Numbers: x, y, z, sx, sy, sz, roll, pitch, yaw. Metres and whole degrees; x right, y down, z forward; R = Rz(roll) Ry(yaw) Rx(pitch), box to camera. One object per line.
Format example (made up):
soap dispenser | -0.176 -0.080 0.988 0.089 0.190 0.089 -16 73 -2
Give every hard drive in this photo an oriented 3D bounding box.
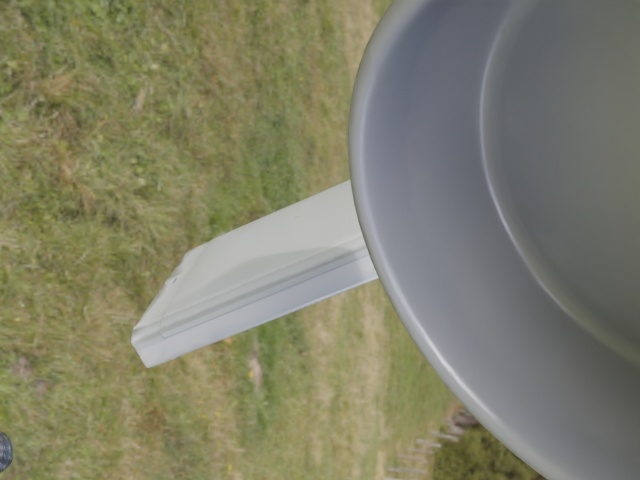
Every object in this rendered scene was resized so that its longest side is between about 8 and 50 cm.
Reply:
hard drive | 0.000 0.000 0.671 0.040 0.307 0.203 63 14 -16

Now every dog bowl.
dog bowl | 0.137 -0.009 0.317 0.104 0.265 0.265 -32 134 -30

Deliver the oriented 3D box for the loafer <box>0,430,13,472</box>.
loafer | -0.397 0.234 0.751 0.062 0.170 0.061 59 -8 19
